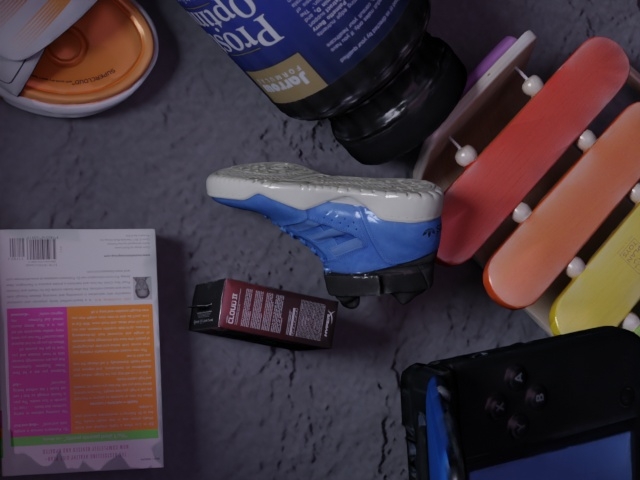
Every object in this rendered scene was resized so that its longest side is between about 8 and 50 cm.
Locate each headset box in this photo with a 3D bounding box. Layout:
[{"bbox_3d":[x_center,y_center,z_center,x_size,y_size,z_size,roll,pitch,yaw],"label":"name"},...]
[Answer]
[{"bbox_3d":[-0.040,0.046,0.856,0.083,0.062,0.032,12,80,-22],"label":"headset box"}]

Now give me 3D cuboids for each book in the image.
[{"bbox_3d":[-0.145,0.065,0.829,0.096,0.035,0.144,0,84,-19],"label":"book"}]

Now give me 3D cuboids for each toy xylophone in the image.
[{"bbox_3d":[0.213,-0.011,0.939,0.322,0.081,0.236,37,70,-5],"label":"toy xylophone"}]

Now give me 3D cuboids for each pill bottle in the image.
[{"bbox_3d":[-0.010,-0.152,0.847,0.219,0.122,0.123,46,70,-25],"label":"pill bottle"}]

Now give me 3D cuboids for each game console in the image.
[{"bbox_3d":[0.135,0.215,0.759,0.250,0.173,0.293,-8,100,-29],"label":"game console"}]

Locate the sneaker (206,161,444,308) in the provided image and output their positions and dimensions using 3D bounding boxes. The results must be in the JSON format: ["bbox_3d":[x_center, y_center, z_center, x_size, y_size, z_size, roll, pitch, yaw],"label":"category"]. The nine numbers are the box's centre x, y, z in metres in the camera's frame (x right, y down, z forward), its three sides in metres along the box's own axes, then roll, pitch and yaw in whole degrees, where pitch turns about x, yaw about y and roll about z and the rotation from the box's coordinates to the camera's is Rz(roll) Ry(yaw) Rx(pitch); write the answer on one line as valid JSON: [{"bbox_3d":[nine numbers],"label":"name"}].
[{"bbox_3d":[0.000,0.000,0.864,0.152,0.058,0.085,6,108,13],"label":"sneaker"}]

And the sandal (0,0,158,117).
[{"bbox_3d":[-0.211,-0.165,0.801,0.265,0.076,0.102,33,74,-16],"label":"sandal"}]
